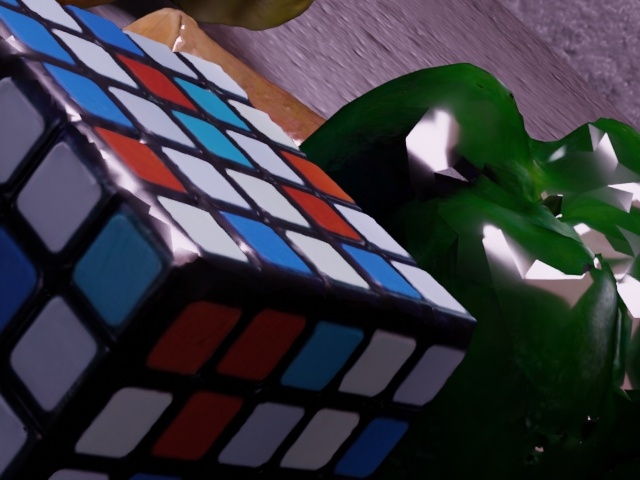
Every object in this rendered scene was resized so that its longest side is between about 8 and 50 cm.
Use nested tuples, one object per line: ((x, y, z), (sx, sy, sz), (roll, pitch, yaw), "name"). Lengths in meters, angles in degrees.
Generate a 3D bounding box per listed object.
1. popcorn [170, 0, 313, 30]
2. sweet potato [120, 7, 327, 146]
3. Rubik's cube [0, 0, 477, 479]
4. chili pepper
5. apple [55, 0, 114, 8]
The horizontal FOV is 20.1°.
((-0.104, -0.350, 1.402), (0.292, 0.293, 0.334), (38, 20, -33), "popcorn")
((0.001, -0.002, 1.060), (0.336, 0.131, 0.131), (35, 18, -13), "sweet potato")
((-0.090, 0.034, 0.647), (0.182, 0.187, 0.184), (17, 26, -54), "Rubik's cube")
((0.061, 0.067, 0.806), (0.233, 0.257, 0.248), (12, 33, -35), "chili pepper")
((-0.166, -0.267, 1.165), (0.237, 0.237, 0.207), (35, 12, -18), "apple")
